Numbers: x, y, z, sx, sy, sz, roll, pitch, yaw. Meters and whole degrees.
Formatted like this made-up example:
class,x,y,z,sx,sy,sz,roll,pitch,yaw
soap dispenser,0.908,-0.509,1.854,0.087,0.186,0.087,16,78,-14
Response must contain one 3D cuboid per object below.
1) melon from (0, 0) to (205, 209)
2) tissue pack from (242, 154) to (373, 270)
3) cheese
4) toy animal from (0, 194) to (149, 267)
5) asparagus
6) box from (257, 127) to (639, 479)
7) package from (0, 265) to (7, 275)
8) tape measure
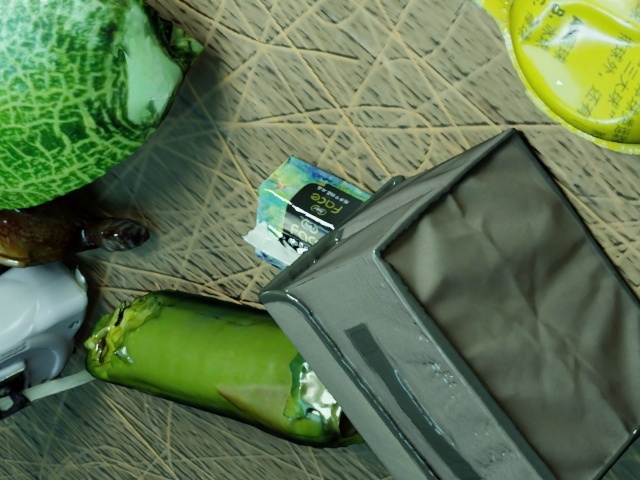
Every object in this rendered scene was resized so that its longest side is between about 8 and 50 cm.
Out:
class,x,y,z,sx,sy,sz,roll,pitch,yaw
melon,-0.275,-0.179,1.410,0.343,0.226,0.331,21,119,46
tissue pack,0.000,0.001,1.394,0.111,0.079,0.085,28,139,20
cheese,0.160,-0.152,1.125,0.270,0.069,0.177,37,140,16
toy animal,-0.260,-0.012,1.557,0.179,0.188,0.089,7,93,27
asparagus,-0.096,0.104,1.545,0.382,0.128,0.108,11,95,37
box,0.118,0.074,1.274,0.252,0.188,0.153,55,143,-7
package,-0.373,0.013,1.721,0.168,0.090,0.226,23,138,-1
tape measure,-0.315,0.115,1.688,0.105,0.196,0.178,51,157,20
